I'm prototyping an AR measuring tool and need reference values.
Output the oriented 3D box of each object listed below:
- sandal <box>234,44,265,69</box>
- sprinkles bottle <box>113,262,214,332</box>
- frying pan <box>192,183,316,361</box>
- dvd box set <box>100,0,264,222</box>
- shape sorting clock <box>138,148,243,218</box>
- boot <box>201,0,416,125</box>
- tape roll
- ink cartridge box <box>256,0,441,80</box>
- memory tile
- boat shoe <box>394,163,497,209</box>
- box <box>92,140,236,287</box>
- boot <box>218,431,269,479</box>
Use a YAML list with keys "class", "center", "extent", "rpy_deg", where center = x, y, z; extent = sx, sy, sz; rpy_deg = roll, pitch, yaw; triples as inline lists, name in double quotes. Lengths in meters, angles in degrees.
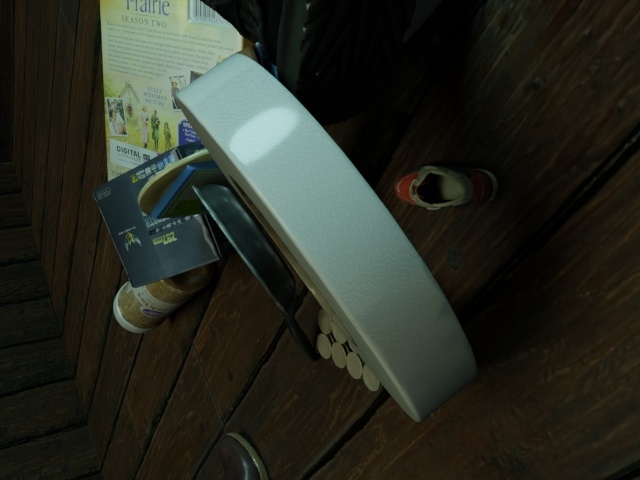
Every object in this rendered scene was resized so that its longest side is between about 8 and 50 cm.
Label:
- class: "sandal"
  center: [-0.091, -0.169, 0.815]
  extent: [0.240, 0.079, 0.088]
  rpy_deg: [42, -153, -82]
- class: "sprinkles bottle"
  center: [-0.332, 0.097, 1.353]
  extent: [0.355, 0.121, 0.121]
  rpy_deg: [-36, 68, 55]
- class: "frying pan"
  center: [-0.056, 0.057, 0.833]
  extent: [0.326, 0.053, 0.197]
  rpy_deg: [55, 175, -19]
- class: "dvd box set"
  center: [-0.226, -0.233, 1.047]
  extent: [0.307, 0.062, 0.420]
  rpy_deg: [17, 115, 29]
- class: "shape sorting clock"
  center: [-0.143, -0.082, 0.876]
  extent: [0.206, 0.206, 0.040]
  rpy_deg: [-42, 64, 54]
- class: "boot"
  center: [-0.022, -0.290, 0.499]
  extent: [0.260, 0.131, 0.348]
  rpy_deg: [55, 142, 30]
- class: "tape roll"
  center: [0.000, 0.000, 0.644]
  extent: [0.392, 0.072, 0.392]
  rpy_deg: [52, 174, 7]
- class: "ink cartridge box"
  center: [-0.004, -0.344, 0.699]
  extent: [0.223, 0.129, 0.307]
  rpy_deg: [-44, 63, 54]
- class: "memory tile"
  center: [0.040, 0.125, 0.872]
  extent: [0.148, 0.012, 0.113]
  rpy_deg: [25, 119, 54]
- class: "boat shoe"
  center: [0.117, -0.053, 0.670]
  extent: [0.137, 0.043, 0.049]
  rpy_deg: [9, 107, 58]
- class: "box"
  center: [-0.251, -0.035, 1.057]
  extent: [0.232, 0.059, 0.183]
  rpy_deg: [-17, 98, 37]
- class: "boot"
  center: [-0.186, 0.468, 1.140]
  extent: [0.248, 0.206, 0.090]
  rpy_deg: [58, 142, 31]
